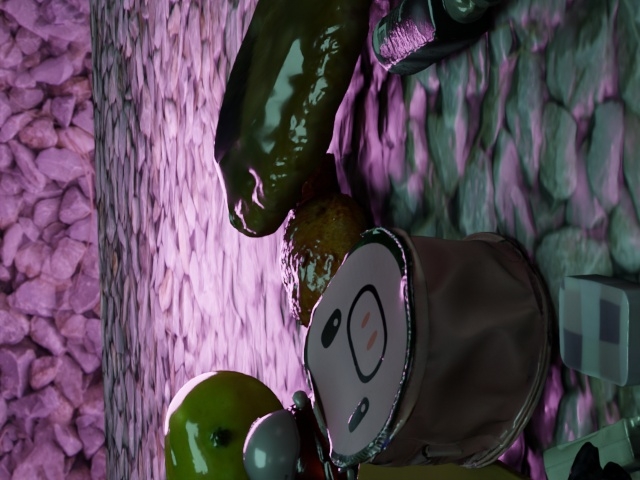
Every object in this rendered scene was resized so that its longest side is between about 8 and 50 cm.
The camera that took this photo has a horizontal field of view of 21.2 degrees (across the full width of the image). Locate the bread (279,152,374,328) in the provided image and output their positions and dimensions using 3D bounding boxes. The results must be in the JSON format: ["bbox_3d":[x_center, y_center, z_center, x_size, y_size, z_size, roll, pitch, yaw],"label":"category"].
[{"bbox_3d":[-0.001,0.009,1.679,0.269,0.095,0.139,-122,41,-68],"label":"bread"}]

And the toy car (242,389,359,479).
[{"bbox_3d":[-0.022,0.220,1.737,0.139,0.112,0.112,-114,27,-55],"label":"toy car"}]

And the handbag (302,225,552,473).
[{"bbox_3d":[0.075,0.079,1.288,0.179,0.116,0.205,-62,28,29],"label":"handbag"}]

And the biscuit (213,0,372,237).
[{"bbox_3d":[-0.027,-0.189,1.692,0.335,0.078,0.329,-93,26,-50],"label":"biscuit"}]

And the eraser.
[{"bbox_3d":[0.190,0.058,1.127,0.105,0.026,0.065,-168,75,-73],"label":"eraser"}]

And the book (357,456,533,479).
[{"bbox_3d":[0.113,0.291,1.314,0.389,0.032,0.269,-154,67,-64],"label":"book"}]

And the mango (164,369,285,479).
[{"bbox_3d":[-0.102,0.271,1.963,0.185,0.149,0.273,-122,28,-48],"label":"mango"}]

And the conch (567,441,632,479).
[{"bbox_3d":[0.192,0.223,0.893,0.240,0.186,0.313,-56,10,19],"label":"conch"}]

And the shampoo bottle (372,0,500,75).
[{"bbox_3d":[0.095,-0.181,1.372,0.208,0.063,0.057,154,104,-72],"label":"shampoo bottle"}]

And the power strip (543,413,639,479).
[{"bbox_3d":[0.191,0.134,1.092,0.191,0.047,0.030,134,128,-70],"label":"power strip"}]
